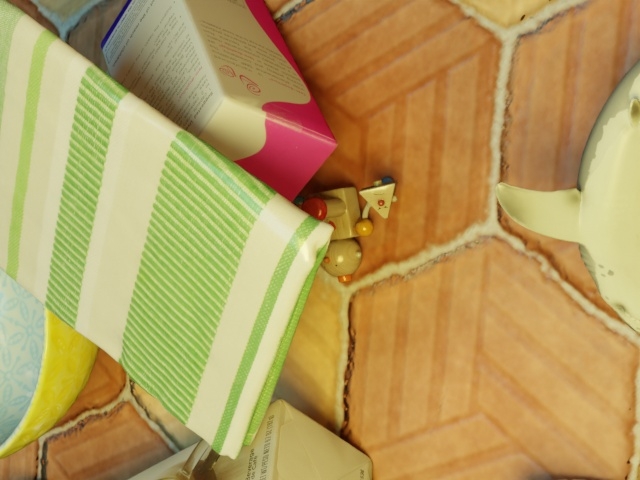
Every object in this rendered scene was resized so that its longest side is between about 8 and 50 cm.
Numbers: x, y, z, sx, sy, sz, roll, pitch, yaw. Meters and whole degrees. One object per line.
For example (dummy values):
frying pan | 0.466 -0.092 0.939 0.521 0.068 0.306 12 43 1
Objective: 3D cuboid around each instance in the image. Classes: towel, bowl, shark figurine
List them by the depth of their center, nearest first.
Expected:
shark figurine | 0.223 -0.082 0.695 0.166 0.116 0.278 23 116 -1
towel | -0.151 -0.009 0.787 0.325 0.038 0.248 36 132 18
bowl | -0.305 0.067 1.034 0.289 0.156 0.289 1 92 36

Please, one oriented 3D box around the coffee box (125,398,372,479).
coffee box | -0.107 0.277 0.877 0.297 0.119 0.168 -32 34 31

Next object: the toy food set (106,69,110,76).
toy food set | -0.205 -0.134 1.045 0.122 0.019 0.078 -18 81 27

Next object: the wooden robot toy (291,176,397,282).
wooden robot toy | 0.000 0.000 0.872 0.173 0.076 0.079 -11 96 36

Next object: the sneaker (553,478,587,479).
sneaker | 0.235 0.317 0.654 0.366 0.137 0.210 33 118 46

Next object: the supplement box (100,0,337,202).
supplement box | -0.089 -0.123 0.860 0.114 0.111 0.220 -51 41 25
